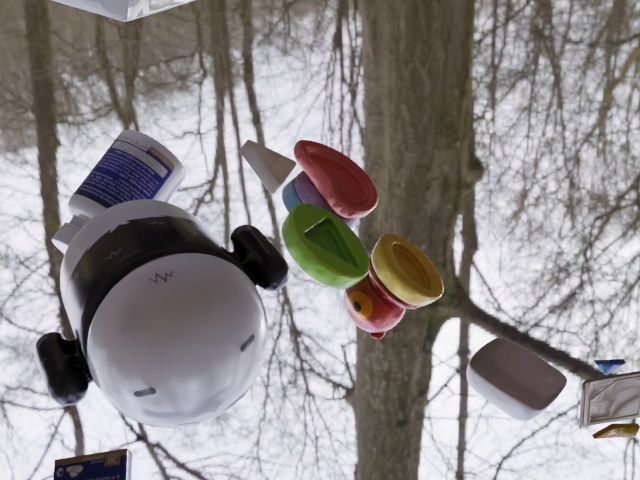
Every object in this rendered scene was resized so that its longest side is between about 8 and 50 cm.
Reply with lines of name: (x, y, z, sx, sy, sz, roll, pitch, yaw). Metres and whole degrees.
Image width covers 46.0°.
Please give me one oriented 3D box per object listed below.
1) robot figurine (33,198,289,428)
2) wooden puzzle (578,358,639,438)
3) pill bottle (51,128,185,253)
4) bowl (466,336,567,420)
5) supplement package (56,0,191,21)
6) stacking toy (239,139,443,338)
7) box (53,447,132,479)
robot figurine: (-0.158, 0.064, 0.742, 0.173, 0.209, 0.278, 23, -172, -33)
wooden puzzle: (0.286, 0.154, 0.735, 0.078, 0.116, 0.014, -7, -144, -6)
pill bottle: (-0.283, -0.051, 1.050, 0.112, 0.112, 0.187, 17, -115, 35)
bowl: (0.311, 0.230, 1.221, 0.142, 0.053, 0.142, 34, -147, 26)
supplement package: (-0.261, -0.440, 1.021, 0.198, 0.199, 0.263, 20, -148, 16)
stacking toy: (0.000, 0.000, 1.099, 0.279, 0.130, 0.309, 6, -136, -48)
box: (-0.397, 0.480, 1.297, 0.136, 0.036, 0.225, -10, -124, 3)
